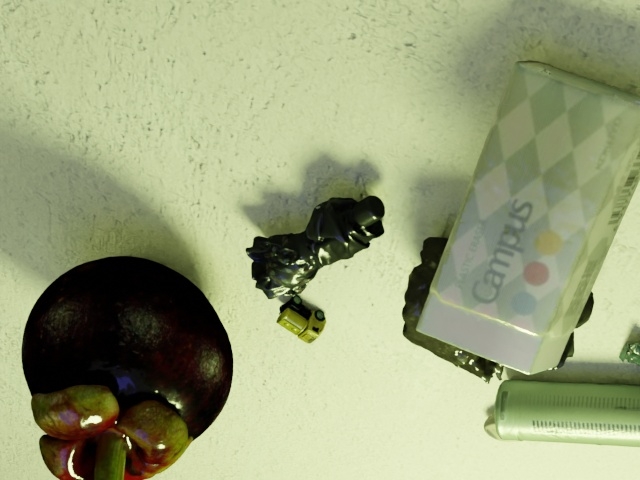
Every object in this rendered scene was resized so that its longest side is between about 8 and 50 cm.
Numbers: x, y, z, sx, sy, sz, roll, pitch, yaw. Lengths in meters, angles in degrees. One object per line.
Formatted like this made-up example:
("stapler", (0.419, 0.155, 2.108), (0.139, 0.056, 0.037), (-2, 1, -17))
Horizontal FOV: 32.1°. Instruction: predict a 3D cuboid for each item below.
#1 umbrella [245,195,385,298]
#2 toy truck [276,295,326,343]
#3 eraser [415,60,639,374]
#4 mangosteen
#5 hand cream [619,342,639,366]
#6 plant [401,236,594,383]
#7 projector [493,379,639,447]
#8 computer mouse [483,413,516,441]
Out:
("umbrella", (0.000, 0.001, 1.764), (0.122, 0.110, 0.272), (41, 131, -21))
("toy truck", (-0.032, 0.143, 1.964), (0.083, 0.054, 0.049), (34, 138, -15))
("eraser", (0.291, -0.024, 1.483), (0.213, 0.082, 0.397), (20, 110, 6))
("mangosteen", (-0.349, 0.241, 1.916), (0.382, 0.435, 0.382), (15, 140, 13))
("hand cream", (0.602, 0.210, 1.764), (0.247, 0.052, 0.075), (12, 138, 11))
("plant", (0.269, 0.104, 1.697), (0.276, 0.199, 0.188), (12, 145, 17))
("projector", (0.468, 0.292, 1.868), (0.337, 0.108, 0.108), (-1, 135, 25))
("computer mouse", (0.344, 0.333, 2.021), (0.096, 0.039, 0.066), (-16, 127, 45))
